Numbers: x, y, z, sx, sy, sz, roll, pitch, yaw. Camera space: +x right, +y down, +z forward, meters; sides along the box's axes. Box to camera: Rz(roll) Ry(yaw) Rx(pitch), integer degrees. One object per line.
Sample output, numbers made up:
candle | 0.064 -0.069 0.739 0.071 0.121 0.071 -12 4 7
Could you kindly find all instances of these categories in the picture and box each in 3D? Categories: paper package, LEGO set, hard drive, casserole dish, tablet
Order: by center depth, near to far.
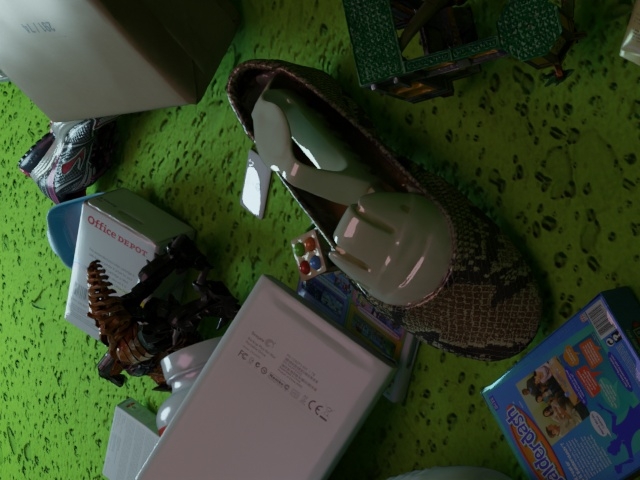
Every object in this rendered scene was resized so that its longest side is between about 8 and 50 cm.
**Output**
LEGO set | 0.139 -0.284 1.253 0.255 0.192 0.331 -23 81 21
hard drive | -0.069 0.224 1.501 0.203 0.040 0.307 35 99 21
paper package | -0.317 -0.319 1.646 0.325 0.168 0.309 -1 140 43
tablet | -0.087 -0.076 1.673 0.054 0.006 0.083 36 125 42
casserole dish | -0.352 -0.018 1.954 0.188 0.037 0.114 -13 101 33

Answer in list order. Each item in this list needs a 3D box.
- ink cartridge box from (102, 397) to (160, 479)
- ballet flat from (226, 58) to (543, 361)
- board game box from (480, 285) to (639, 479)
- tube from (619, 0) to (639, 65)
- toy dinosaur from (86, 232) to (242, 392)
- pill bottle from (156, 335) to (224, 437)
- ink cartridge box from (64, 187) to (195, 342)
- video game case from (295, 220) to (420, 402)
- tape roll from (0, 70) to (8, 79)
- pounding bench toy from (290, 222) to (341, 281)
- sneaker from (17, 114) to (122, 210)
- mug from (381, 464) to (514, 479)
ink cartridge box | -0.262 0.354 1.972 0.179 0.045 0.145 29 120 24
ballet flat | 0.037 -0.046 1.366 0.164 0.182 0.483 -52 54 16
board game box | 0.268 0.168 1.238 0.210 0.047 0.160 -49 60 44
tube | 0.322 -0.256 1.082 0.070 0.062 0.240 -76 -5 -62
toy dinosaur | -0.226 0.114 1.705 0.164 0.218 0.322 52 178 12
pill bottle | -0.106 0.293 1.630 0.181 0.181 0.323 -33 72 50
ink cartridge box | -0.286 0.051 1.855 0.154 0.093 0.212 29 122 25
video game case | 0.050 0.062 1.514 0.212 0.023 0.193 36 124 41
tape roll | -0.585 -0.310 2.034 0.286 0.286 0.100 0 97 52
pounding bench toy | 0.000 0.000 1.489 0.052 0.065 0.083 -27 76 50
sneaker | -0.358 -0.153 1.931 0.112 0.121 0.299 50 141 -2
mug | 0.122 0.427 1.324 0.328 0.276 0.374 -39 97 27
